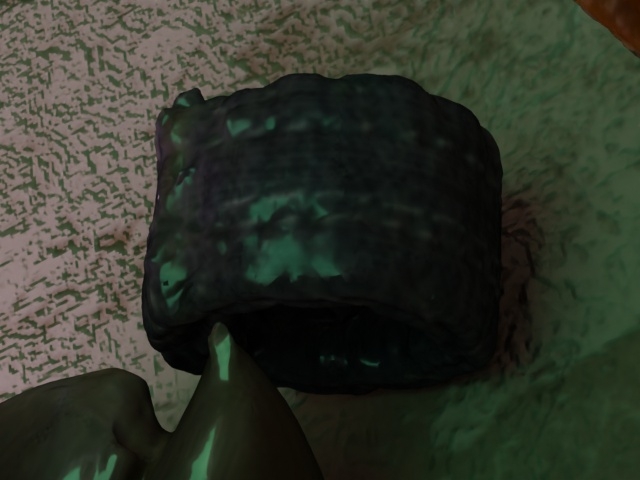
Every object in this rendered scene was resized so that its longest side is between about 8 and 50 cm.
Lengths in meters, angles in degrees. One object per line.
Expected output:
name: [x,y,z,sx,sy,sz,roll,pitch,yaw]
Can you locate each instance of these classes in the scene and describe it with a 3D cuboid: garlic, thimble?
garlic: [-0.092,0.191,0.669,0.279,0.132,0.325,12,81,40]
thimble: [0.001,0.001,0.673,0.150,0.150,0.098,-10,66,35]

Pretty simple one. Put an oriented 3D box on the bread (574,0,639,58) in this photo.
bread: [0.256,-0.084,0.469,0.279,0.207,0.279,-49,48,11]
